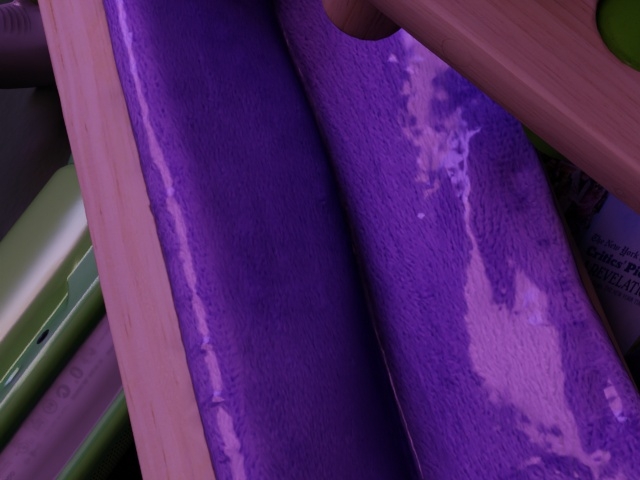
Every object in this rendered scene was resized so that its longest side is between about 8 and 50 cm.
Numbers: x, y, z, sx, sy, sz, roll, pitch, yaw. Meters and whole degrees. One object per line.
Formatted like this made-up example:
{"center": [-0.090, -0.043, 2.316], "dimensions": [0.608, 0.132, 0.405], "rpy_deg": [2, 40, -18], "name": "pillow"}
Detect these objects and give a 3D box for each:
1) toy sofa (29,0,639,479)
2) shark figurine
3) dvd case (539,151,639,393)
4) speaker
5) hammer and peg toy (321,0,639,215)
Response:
{"center": [0.000, 0.000, 0.549], "dimensions": [0.177, 0.150, 0.362], "rpy_deg": [-29, 63, 26], "name": "toy sofa"}
{"center": [-0.124, -0.146, 0.903], "dimensions": [0.278, 0.166, 0.116], "rpy_deg": [-32, 70, -7], "name": "shark figurine"}
{"center": [0.090, 0.070, 0.621], "dimensions": [0.180, 0.022, 0.253], "rpy_deg": [27, 81, 46], "name": "dvd case"}
{"center": [-0.144, 0.069, 0.713], "dimensions": [0.131, 0.131, 0.296], "rpy_deg": [21, 69, 44], "name": "speaker"}
{"center": [0.199, -0.091, 0.516], "dimensions": [0.266, 0.361, 0.127], "rpy_deg": [-51, -4, -26], "name": "hammer and peg toy"}
